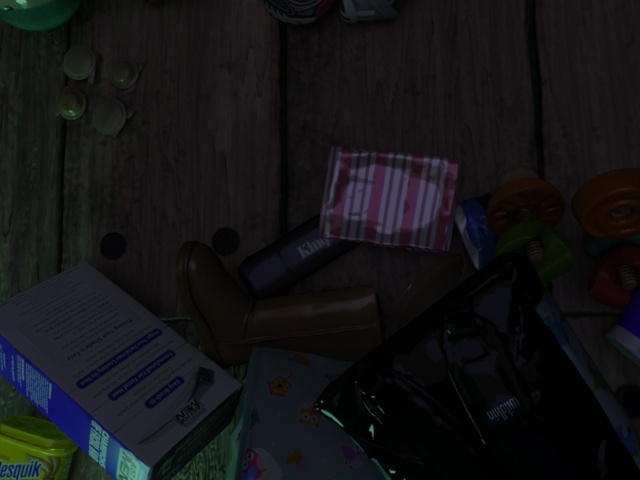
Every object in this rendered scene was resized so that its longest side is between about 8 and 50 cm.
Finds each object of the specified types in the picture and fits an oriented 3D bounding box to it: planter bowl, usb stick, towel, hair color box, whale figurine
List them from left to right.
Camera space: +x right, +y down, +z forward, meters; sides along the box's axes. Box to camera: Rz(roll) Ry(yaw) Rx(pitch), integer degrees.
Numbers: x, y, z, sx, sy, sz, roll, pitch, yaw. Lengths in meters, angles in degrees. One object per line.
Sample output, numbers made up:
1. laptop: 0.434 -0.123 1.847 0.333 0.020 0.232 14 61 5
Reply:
1. whale figurine: -0.489 -0.484 1.059 0.217 0.141 0.271 4 60 5
2. hair color box: -0.304 0.191 0.875 0.339 0.185 0.110 33 128 18
3. usb stick: 0.000 0.000 0.934 0.278 0.045 0.077 -31 79 5
4. towel: 0.100 -0.062 0.887 0.197 0.029 0.144 7 89 6
5. planter bowl: 0.183 0.112 0.840 0.109 0.162 0.162 39 91 -9

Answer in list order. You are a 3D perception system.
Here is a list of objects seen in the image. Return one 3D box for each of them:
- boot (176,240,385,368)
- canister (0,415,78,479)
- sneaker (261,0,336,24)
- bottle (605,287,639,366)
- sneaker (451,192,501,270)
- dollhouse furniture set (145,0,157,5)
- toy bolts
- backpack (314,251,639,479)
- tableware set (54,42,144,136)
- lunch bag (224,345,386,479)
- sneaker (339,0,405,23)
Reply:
1. boot: -0.050 0.090 0.875 0.270 0.089 0.236 -6 125 12
2. canister: -0.466 0.382 0.958 0.126 0.073 0.169 12 87 12
3. sneaker: -0.089 -0.473 0.977 0.121 0.112 0.299 -42 78 3
4. bottle: 0.511 0.050 0.809 0.283 0.092 0.118 -45 73 2
5. sneaker: 0.257 0.003 0.879 0.085 0.058 0.152 -24 73 15
6. dollhouse furniture set: -0.338 -0.607 0.980 0.152 0.201 0.373 -21 68 50
7. toy bolts: 0.358 -0.041 0.786 0.229 0.218 0.158 24 48 -21
8. backpack: 0.219 0.232 0.682 0.290 0.273 0.355 -41 77 12
9. tableware set: -0.393 -0.265 1.054 0.169 0.020 0.141 19 89 11
10. lunch bag: -0.011 0.278 0.802 0.224 0.160 0.262 11 58 -7
11. sneaker: 0.103 -0.460 0.962 0.132 0.086 0.228 4 94 6
